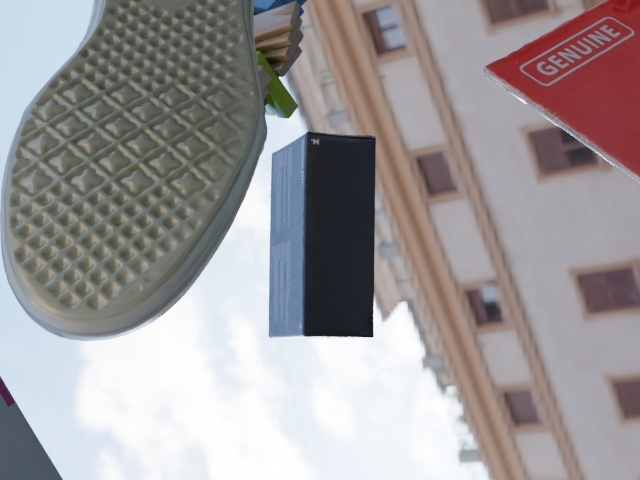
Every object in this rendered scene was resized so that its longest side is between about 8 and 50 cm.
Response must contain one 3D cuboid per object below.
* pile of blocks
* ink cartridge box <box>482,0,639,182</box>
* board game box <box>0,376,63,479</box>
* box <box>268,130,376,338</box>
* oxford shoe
[{"bbox_3d":[-0.059,-0.215,1.417,0.113,0.149,0.362,53,-142,-38],"label":"pile of blocks"},{"bbox_3d":[0.256,-0.068,0.493,0.296,0.261,0.066,-32,-29,-35],"label":"ink cartridge box"},{"bbox_3d":[-0.354,0.120,1.060,0.097,0.303,0.224,-40,-46,-25],"label":"board game box"},{"bbox_3d":[0.000,0.000,1.678,0.103,0.184,0.261,2,-95,-14],"label":"box"},{"bbox_3d":[-0.122,-0.094,0.928,0.130,0.169,0.449,98,176,-46],"label":"oxford shoe"}]
